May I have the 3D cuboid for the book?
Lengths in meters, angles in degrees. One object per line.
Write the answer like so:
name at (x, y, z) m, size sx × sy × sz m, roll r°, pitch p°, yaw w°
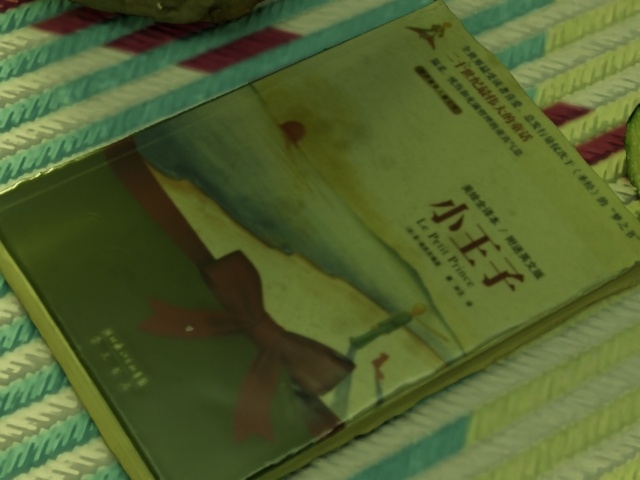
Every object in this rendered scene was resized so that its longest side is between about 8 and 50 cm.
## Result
book at (0.000, 0.000, 0.748) m, size 0.289 × 0.026 × 0.201 m, roll -28°, pitch 64°, yaw -21°

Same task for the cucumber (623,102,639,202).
cucumber at (0.267, -0.074, 0.802) m, size 0.265 × 0.077 × 0.077 m, roll -21°, pitch 63°, yaw -20°

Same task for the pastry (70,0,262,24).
pastry at (-0.101, -0.217, 0.825) m, size 0.229 × 0.100 × 0.218 m, roll -17°, pitch 67°, yaw -26°
